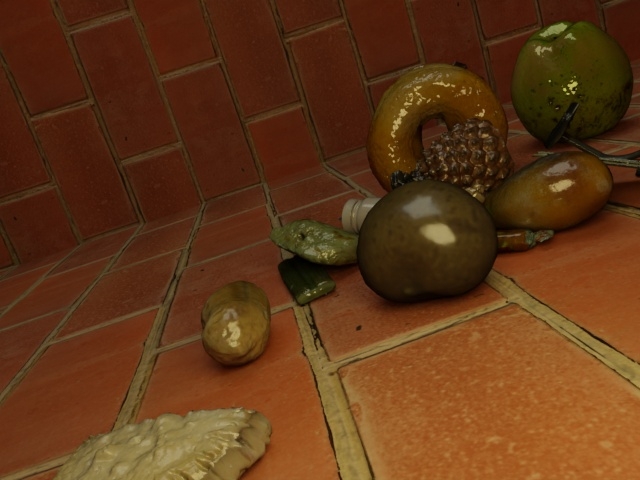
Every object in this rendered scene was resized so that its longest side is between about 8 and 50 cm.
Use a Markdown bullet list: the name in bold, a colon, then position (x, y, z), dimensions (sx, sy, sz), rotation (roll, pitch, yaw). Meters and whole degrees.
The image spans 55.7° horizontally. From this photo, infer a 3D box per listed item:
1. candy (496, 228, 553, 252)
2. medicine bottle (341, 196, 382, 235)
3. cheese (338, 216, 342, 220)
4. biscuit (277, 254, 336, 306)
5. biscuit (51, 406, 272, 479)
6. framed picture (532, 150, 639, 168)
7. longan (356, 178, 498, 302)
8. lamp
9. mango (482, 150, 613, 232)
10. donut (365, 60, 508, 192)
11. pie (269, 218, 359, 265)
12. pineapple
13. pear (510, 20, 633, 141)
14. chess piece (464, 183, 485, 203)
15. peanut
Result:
- **candy**: position (0.356, 0.003, 1.172), dimensions (0.182, 0.047, 0.053), rotation (-4, 16, 29)
- **medicine bottle**: position (0.152, -0.051, 1.445), dimensions (0.186, 0.103, 0.102), rotation (5, 24, 32)
- **cheese**: position (0.143, -0.069, 1.682), dimensions (0.135, 0.052, 0.244), rotation (-22, 15, -16)
- **biscuit**: position (-0.038, 0.077, 1.392), dimensions (0.099, 0.038, 0.322), rotation (-23, 15, -6)
- **biscuit**: position (-0.206, 0.280, 0.736), dimensions (0.281, 0.084, 0.179), rotation (-15, 14, 9)
- **framed picture**: position (0.618, -0.164, 1.272), dimensions (0.274, 0.017, 0.217), rotation (15, 12, 41)
- **longan**: position (0.180, 0.006, 1.060), dimensions (0.246, 0.215, 0.246), rotation (-45, 12, 12)
- **lamp**: position (0.688, -0.225, 1.472), dimensions (0.283, 0.125, 0.203), rotation (23, 41, 24)
- **mango**: position (0.438, -0.084, 1.228), dimensions (0.192, 0.146, 0.316), rotation (-26, 0, -34)
- **donut**: position (0.330, -0.319, 1.779), dimensions (0.434, 0.378, 0.163), rotation (-20, 13, 12)
- **pie**: position (0.000, 0.000, 1.433), dimensions (0.201, 0.090, 0.248), rotation (2, 12, -40)
- **pineapple**: position (0.296, -0.149, 1.536), dimensions (0.357, 0.223, 0.223), rotation (-29, 14, 0)
- **pear**: position (0.782, -0.507, 1.924), dimensions (0.390, 0.391, 0.391), rotation (-17, 14, 4)
- **chess piece**: position (0.288, -0.047, 1.258), dimensions (0.172, 0.060, 0.060), rotation (-55, 24, -10)
- **peanut**: position (-0.151, 0.146, 1.088), dimensions (0.129, 0.129, 0.224), rotation (-19, 12, -2)
